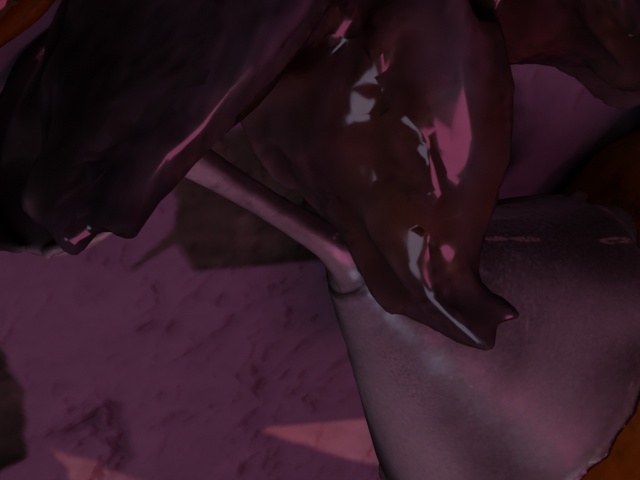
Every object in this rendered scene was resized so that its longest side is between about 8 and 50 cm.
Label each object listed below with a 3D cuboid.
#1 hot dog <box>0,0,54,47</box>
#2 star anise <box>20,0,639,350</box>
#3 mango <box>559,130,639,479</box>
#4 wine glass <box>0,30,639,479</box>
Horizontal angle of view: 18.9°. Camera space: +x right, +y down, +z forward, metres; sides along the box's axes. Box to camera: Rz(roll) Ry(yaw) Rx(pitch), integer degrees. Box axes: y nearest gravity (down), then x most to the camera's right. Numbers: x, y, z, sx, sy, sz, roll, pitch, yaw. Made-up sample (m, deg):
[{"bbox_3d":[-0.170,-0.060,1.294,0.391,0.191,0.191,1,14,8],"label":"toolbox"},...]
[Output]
[{"bbox_3d":[-0.196,-0.055,0.602,0.250,0.076,0.104,-31,156,7],"label":"hot dog"},{"bbox_3d":[0.017,-0.108,0.578,0.359,0.139,0.316,43,71,-25],"label":"star anise"},{"bbox_3d":[0.180,0.047,0.815,0.350,0.199,0.201,-33,108,22],"label":"mango"},{"bbox_3d":[0.000,0.000,0.702,0.232,0.156,0.156,31,111,-37],"label":"wine glass"}]
